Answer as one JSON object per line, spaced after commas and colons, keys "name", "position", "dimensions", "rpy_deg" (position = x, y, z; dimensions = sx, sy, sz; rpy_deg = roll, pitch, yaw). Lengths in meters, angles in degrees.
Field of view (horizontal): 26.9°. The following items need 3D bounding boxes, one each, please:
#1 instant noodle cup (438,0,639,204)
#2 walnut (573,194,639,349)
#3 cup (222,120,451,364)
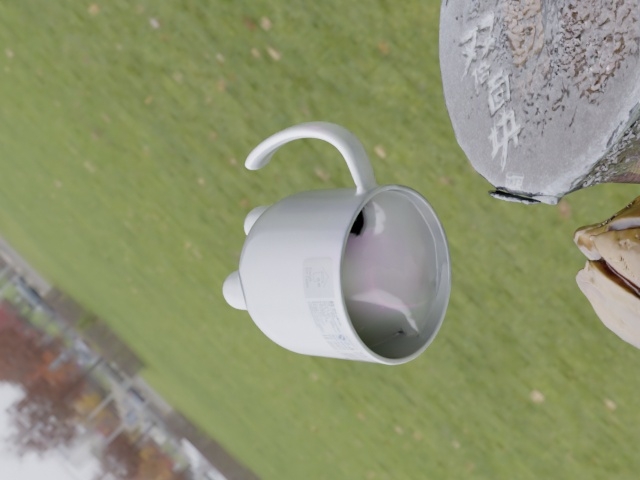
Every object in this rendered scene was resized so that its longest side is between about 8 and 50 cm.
{"name": "instant noodle cup", "position": [0.198, -0.118, 0.691], "dimensions": [0.207, 0.217, 0.217], "rpy_deg": [5, -174, -24]}
{"name": "walnut", "position": [0.278, 0.028, 0.865], "dimensions": [0.245, 0.137, 0.137], "rpy_deg": [11, 151, 34]}
{"name": "cup", "position": [-0.004, 0.011, 1.028], "dimensions": [0.142, 0.134, 0.173], "rpy_deg": [1, 140, 42]}
